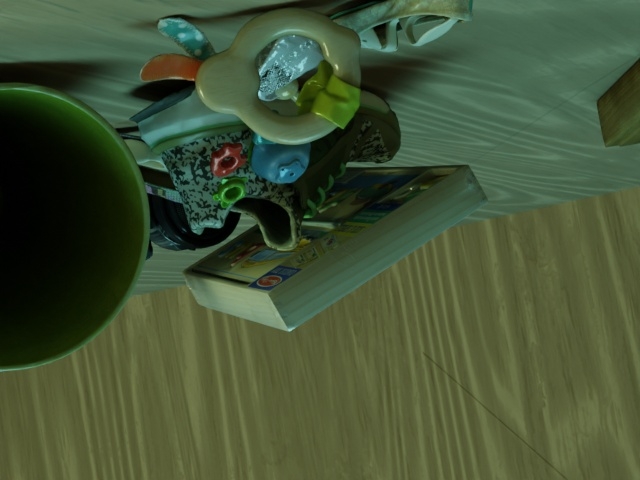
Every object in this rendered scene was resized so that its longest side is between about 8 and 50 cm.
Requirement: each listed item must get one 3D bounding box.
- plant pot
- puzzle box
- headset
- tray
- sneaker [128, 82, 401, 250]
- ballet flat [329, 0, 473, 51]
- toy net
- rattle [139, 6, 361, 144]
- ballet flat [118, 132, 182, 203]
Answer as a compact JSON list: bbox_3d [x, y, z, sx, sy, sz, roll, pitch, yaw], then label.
[{"bbox_3d":[-0.352,-0.028,1.599,0.274,0.275,0.293,-6,-171,-25],"label":"plant pot"},{"bbox_3d":[0.000,0.000,1.846,0.272,0.052,0.409,-33,-168,-15],"label":"puzzle box"},{"bbox_3d":[-0.223,-0.012,2.067,0.243,0.185,0.394,-13,-176,27],"label":"headset"},{"bbox_3d":[0.497,-0.200,1.974,0.203,0.076,0.411,-9,174,-3],"label":"tray"},{"bbox_3d":[-0.047,-0.075,1.783,0.158,0.182,0.410,-15,173,39],"label":"sneaker"},{"bbox_3d":[0.070,-0.201,1.441,0.168,0.052,0.057,-15,172,42],"label":"ballet flat"},{"bbox_3d":[-0.057,-0.132,1.562,0.122,0.045,0.232,-14,142,-18],"label":"toy net"},{"bbox_3d":[-0.063,-0.162,1.462,0.199,0.130,0.143,0,-157,0],"label":"rattle"},{"bbox_3d":[-0.177,-0.088,1.832,0.221,0.077,0.079,9,169,-3],"label":"ballet flat"}]
